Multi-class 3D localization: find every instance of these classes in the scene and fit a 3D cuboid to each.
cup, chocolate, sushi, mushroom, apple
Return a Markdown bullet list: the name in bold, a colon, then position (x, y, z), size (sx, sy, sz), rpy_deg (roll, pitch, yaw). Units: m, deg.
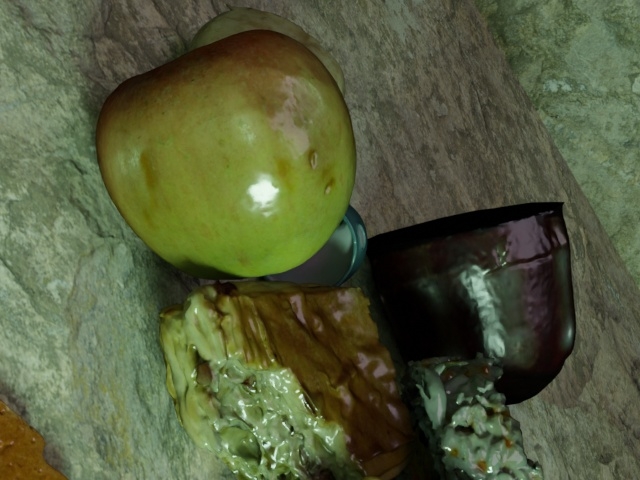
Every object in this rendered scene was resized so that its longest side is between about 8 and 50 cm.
- **cup**: position (0.000, 0.000, 1.764), size (0.173, 0.168, 0.299), rpy_deg (-17, 99, -70)
- **chocolate**: position (0.287, 0.120, 1.991), size (0.384, 0.384, 0.331), rpy_deg (-24, 102, -61)
- **sushi**: position (0.219, 0.354, 1.648), size (0.417, 0.176, 0.417), rpy_deg (166, -90, -77)
- **mushroom**: position (-0.103, -0.222, 1.729), size (0.254, 0.195, 0.189), rpy_deg (30, 42, 4)
- **apple**: position (-0.110, -0.109, 1.485), size (0.305, 0.338, 0.338), rpy_deg (66, 28, -12)

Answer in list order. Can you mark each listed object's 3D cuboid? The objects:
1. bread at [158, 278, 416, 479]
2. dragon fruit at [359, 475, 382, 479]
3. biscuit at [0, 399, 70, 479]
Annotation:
- **bread**: position (-0.057, 0.210, 1.485), size (0.370, 0.191, 0.314), rpy_deg (-5, 73, -55)
- **dragon fruit**: position (0.106, 0.421, 1.353), size (0.269, 0.250, 0.291), rpy_deg (-33, 94, -35)
- **biscuit**: position (-0.327, 0.286, 1.127), size (0.284, 0.043, 0.306), rpy_deg (4, 64, -57)
